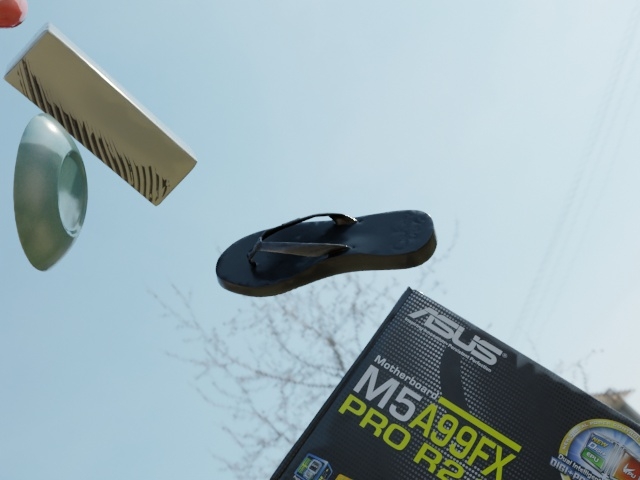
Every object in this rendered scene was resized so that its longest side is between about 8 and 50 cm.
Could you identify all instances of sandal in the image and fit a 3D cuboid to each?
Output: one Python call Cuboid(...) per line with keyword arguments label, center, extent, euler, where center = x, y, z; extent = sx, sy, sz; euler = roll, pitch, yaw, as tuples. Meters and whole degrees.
Cuboid(label="sandal", center=(0.001, -0.001, 1.025), extent=(0.254, 0.097, 0.055), euler=(-12, -49, 13))

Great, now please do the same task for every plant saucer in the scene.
Cuboid(label="plant saucer", center=(-0.320, -0.058, 1.128), extent=(0.037, 0.195, 0.195), euler=(1, -33, 4))

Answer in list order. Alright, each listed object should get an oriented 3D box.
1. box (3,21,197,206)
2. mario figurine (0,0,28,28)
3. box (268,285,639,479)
Cuboid(label="box", center=(-0.308, -0.178, 1.302), extent=(0.275, 0.113, 0.094), euler=(42, -87, -23))
Cuboid(label="mario figurine", center=(-0.297, -0.311, 0.748), extent=(0.321, 0.170, 0.198), euler=(-56, -17, 17))
Cuboid(label="box", center=(0.126, 0.192, 0.734), extent=(0.216, 0.270, 0.060), euler=(-50, -16, -28))
